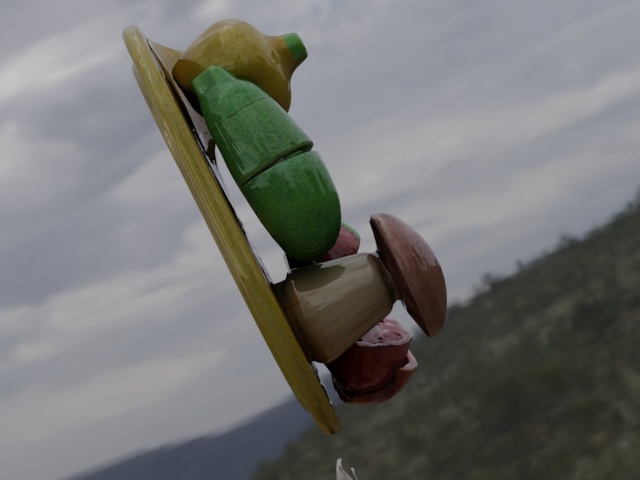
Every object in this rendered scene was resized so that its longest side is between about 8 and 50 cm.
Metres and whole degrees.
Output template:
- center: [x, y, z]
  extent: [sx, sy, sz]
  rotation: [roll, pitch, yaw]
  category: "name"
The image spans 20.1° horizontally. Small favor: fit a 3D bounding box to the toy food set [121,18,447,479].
- center: [0.000, 0.000, 0.699]
  extent: [0.071, 0.218, 0.128]
  rotation: [-27, -10, -1]
  category: "toy food set"
